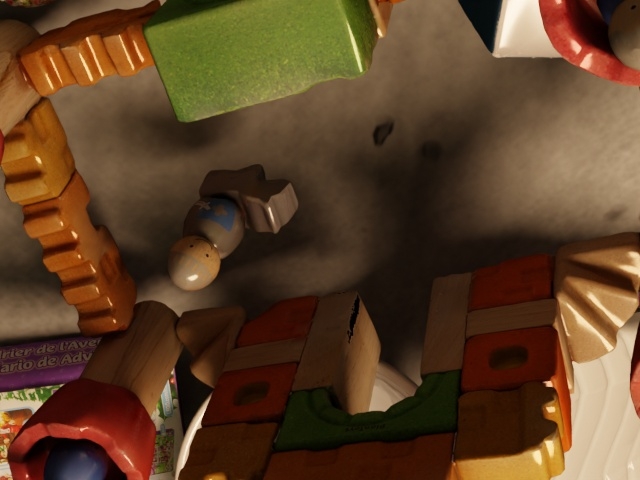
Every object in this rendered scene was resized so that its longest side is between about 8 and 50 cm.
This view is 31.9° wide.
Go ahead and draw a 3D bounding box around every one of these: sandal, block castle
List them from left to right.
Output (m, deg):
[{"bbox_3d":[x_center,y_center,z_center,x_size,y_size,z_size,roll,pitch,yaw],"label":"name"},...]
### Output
[{"bbox_3d":[0.000,0.000,0.599,0.453,0.213,0.303,-11,119,17],"label":"block castle"},{"bbox_3d":[0.224,0.100,0.830,0.416,0.102,0.169,-18,121,-28],"label":"sandal"}]

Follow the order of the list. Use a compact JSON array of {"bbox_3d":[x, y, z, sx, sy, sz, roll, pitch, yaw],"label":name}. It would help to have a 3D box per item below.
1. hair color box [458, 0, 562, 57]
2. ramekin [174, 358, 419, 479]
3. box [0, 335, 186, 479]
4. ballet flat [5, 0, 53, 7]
[{"bbox_3d":[0.267,-0.205,0.665,0.347,0.105,0.174,-1,125,-9],"label":"hair color box"},{"bbox_3d":[0.002,0.179,0.835,0.207,0.109,0.207,0,88,5],"label":"ramekin"},{"bbox_3d":[-0.201,0.207,0.896,0.201,0.057,0.293,-7,125,-7],"label":"box"},{"bbox_3d":[-0.186,-0.224,0.590,0.091,0.077,0.241,-11,126,-4],"label":"ballet flat"}]
